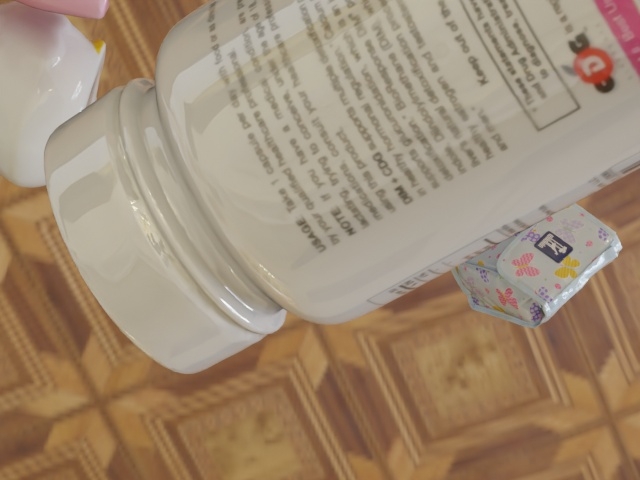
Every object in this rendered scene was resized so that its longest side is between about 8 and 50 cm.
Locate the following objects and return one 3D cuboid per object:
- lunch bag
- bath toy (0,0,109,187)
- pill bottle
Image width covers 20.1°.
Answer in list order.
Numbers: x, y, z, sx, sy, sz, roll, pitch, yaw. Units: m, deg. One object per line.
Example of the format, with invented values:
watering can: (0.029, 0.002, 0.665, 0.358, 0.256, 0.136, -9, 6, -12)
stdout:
lunch bag: (0.128, 0.011, 1.064, 0.071, 0.083, 0.053, -41, 121, -19)
bath toy: (-0.154, -0.192, 0.931, 0.129, 0.151, 0.348, 15, 121, -4)
pill bottle: (0.028, -0.061, 0.808, 0.283, 0.160, 0.160, -29, 114, 15)
